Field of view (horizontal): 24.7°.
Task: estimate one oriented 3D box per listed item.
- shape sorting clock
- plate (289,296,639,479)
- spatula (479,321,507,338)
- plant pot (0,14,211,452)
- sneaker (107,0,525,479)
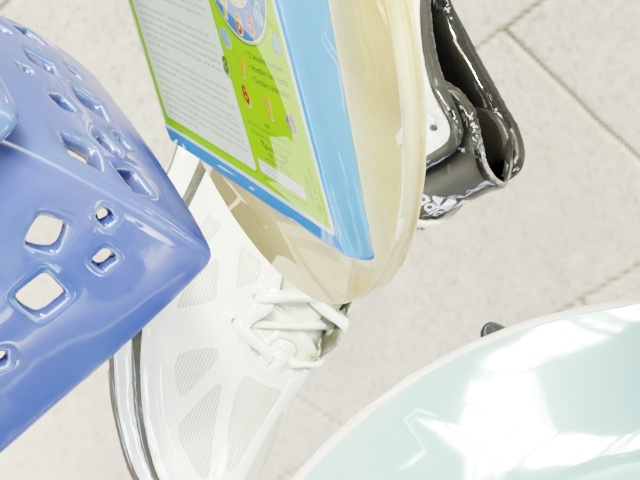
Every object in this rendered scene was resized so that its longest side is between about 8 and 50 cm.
[{"bbox_3d":[-0.022,-0.080,0.432,0.040,0.206,0.206,-23,135,-18],"label":"shape sorting clock"},{"bbox_3d":[0.067,0.090,0.256,0.188,0.188,0.024,-9,139,9],"label":"plate"},{"bbox_3d":[0.172,0.129,0.706,0.030,0.296,0.084,-29,140,-24],"label":"spatula"},{"bbox_3d":[-0.248,-0.026,0.916,0.236,0.236,0.212,-42,138,6],"label":"plant pot"},{"bbox_3d":[-0.001,-0.001,1.089,0.257,0.447,0.169,3,168,41],"label":"sneaker"}]
